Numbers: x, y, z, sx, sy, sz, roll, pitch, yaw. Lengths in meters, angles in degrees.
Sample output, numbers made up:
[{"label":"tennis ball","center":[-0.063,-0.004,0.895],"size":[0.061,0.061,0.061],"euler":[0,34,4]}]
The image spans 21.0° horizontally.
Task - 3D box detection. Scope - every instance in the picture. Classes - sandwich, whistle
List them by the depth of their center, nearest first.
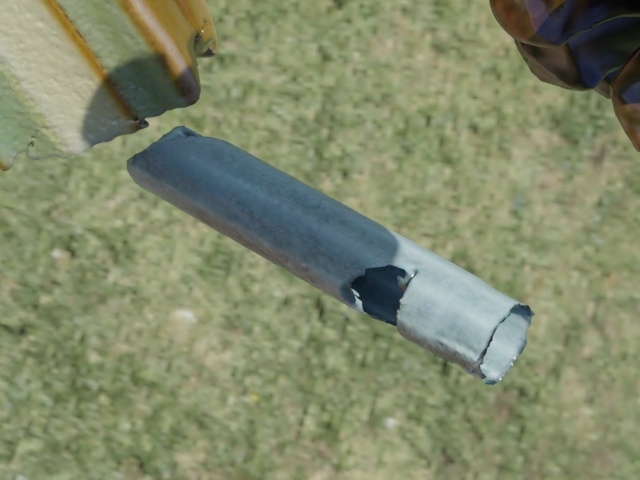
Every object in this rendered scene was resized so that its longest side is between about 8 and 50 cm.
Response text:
[{"label":"sandwich","center":[-0.174,-0.149,1.067],"size":[0.227,0.155,0.198],"euler":[-54,122,-73]},{"label":"whistle","center":[0.000,0.000,1.163],"size":[0.062,0.312,0.062],"euler":[-40,146,-34]}]

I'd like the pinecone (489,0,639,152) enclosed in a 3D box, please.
[{"label":"pinecone","center":[0.153,-0.130,0.656],"size":[0.202,0.201,0.229],"euler":[-33,118,-3]}]
